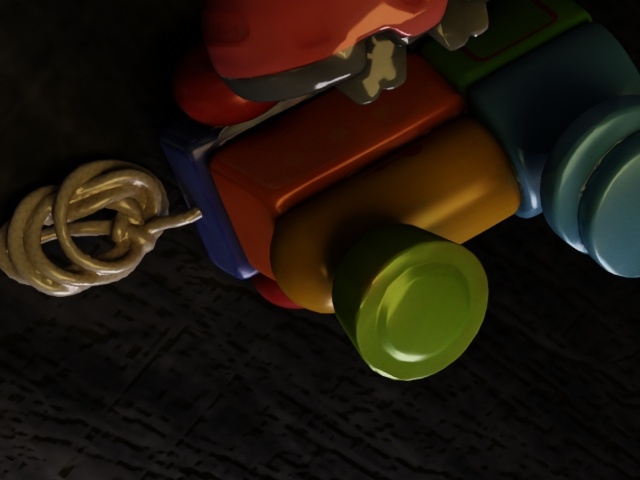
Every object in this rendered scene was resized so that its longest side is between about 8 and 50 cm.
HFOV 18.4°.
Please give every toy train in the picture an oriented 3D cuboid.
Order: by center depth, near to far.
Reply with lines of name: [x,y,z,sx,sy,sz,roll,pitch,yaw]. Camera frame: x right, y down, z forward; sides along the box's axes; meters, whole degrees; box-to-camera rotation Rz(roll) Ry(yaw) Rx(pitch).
toy train: [0.000,0.000,0.651,0.248,0.143,0.105,-29,126,-10]

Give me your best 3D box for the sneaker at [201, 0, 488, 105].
sneaker: [0.060,-0.161,0.615,0.276,0.097,0.135,-36,111,-19]
